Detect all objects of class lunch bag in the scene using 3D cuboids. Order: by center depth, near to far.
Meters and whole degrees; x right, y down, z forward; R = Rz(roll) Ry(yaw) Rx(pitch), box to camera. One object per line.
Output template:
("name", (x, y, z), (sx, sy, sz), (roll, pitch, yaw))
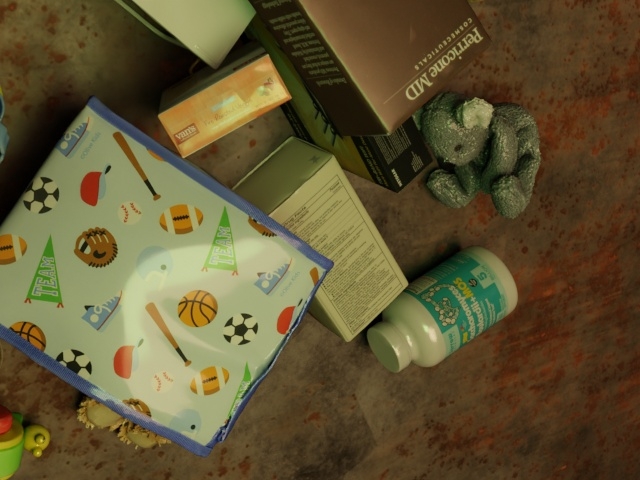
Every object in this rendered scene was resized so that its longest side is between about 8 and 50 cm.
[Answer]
("lunch bag", (-0.220, 0.057, 1.360), (0.385, 0.239, 0.328), (33, 87, -3))

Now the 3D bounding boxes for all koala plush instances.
("koala plush", (0.245, -0.176, 1.718), (0.221, 0.196, 0.203), (30, 78, -39))

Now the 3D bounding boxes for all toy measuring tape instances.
("toy measuring tape", (-0.520, 0.282, 1.388), (0.330, 0.121, 0.121), (5, 105, -37))

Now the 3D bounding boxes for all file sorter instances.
("file sorter", (-0.161, -0.403, 1.329), (0.193, 0.173, 0.277), (37, 85, -39))

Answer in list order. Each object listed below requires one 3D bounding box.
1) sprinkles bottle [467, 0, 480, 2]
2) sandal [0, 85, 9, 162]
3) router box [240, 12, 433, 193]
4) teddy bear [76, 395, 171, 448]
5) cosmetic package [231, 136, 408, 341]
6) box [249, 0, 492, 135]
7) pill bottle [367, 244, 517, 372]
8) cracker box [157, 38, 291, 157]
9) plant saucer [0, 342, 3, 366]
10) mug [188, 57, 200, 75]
("sprinkles bottle", (0.156, -0.501, 1.551), (0.355, 0.121, 0.121), (31, 89, -40))
("sandal", (-0.484, -0.067, 1.259), (0.126, 0.138, 0.317), (28, 93, -42))
("router box", (0.007, -0.232, 1.476), (0.081, 0.243, 0.309), (-42, 126, -14))
("teddy bear", (-0.227, 0.172, 1.574), (0.245, 0.113, 0.338), (18, 104, -30))
("cosmetic package", (0.000, 0.000, 1.638), (0.153, 0.129, 0.296), (-41, 127, -14))
("box", (0.014, -0.327, 1.220), (0.191, 0.143, 0.381), (-43, 112, -15))
("pill bottle", (0.213, 0.129, 1.831), (0.264, 0.146, 0.146), (-32, 124, -22))
("cracker box", (-0.129, -0.192, 1.349), (0.156, 0.232, 0.067), (-28, 107, 2))
("plant saucer", (-0.519, 0.143, 1.344), (0.198, 0.036, 0.198), (-9, 133, -10))
("mug", (-0.152, -0.226, 1.491), (0.064, 0.078, 0.062), (-44, 171, -2))
